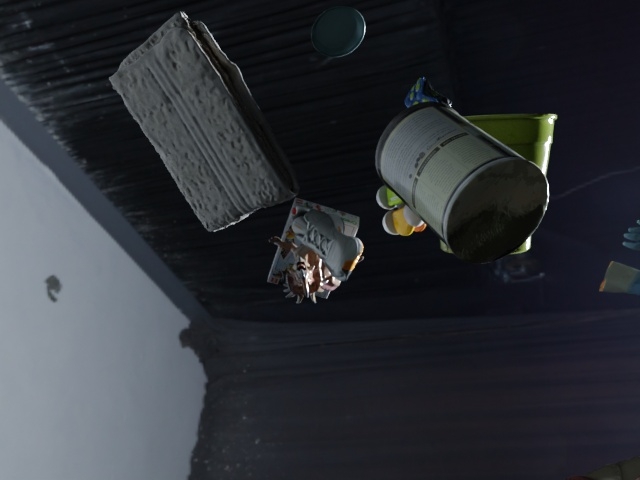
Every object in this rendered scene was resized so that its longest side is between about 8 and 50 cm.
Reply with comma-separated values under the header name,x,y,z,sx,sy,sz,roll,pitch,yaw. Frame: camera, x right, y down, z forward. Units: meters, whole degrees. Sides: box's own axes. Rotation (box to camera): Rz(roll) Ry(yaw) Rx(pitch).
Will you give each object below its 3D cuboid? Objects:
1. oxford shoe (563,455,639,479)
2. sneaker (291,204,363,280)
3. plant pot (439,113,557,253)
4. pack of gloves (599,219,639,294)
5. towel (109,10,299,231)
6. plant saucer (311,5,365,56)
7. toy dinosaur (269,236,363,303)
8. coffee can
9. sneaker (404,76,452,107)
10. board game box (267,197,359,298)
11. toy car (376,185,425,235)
name,x,y,z,sx,sy,sz,roll,pitch,yaw
oxford shoe,0.364,0.282,0.661,0.123,0.130,0.348,63,-17,19
sneaker,0.000,0.000,1.339,0.099,0.121,0.262,-62,-157,11
plant pot,0.435,-0.145,1.679,0.366,0.367,0.352,-23,112,-73
pack of gloves,0.818,0.053,1.547,0.046,0.232,0.195,46,-56,58
towel,-0.165,-0.155,0.878,0.282,0.187,0.049,60,40,-12
plant saucer,0.036,-0.453,1.352,0.119,0.119,0.021,62,9,-49
toy dinosaur,-0.004,0.075,1.549,0.296,0.127,0.200,18,48,-47
coffee can,0.248,-0.114,1.154,0.275,0.202,0.201,56,-11,52
sneaker,0.233,-0.286,1.329,0.078,0.067,0.188,23,28,-24
board game box,-0.026,0.029,1.841,0.053,0.193,0.305,-81,-170,-50
toy car,0.264,-0.108,1.879,0.136,0.159,0.181,-10,84,-31
